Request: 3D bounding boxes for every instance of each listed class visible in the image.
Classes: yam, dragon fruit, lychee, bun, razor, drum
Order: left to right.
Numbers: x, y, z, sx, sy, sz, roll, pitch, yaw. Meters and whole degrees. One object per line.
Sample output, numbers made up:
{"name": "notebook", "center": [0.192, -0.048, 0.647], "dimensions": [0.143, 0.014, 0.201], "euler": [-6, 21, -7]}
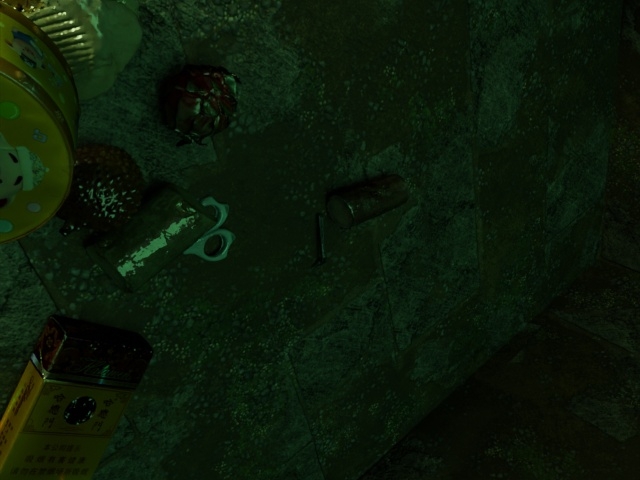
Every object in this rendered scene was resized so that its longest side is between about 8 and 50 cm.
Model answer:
{"name": "drum", "center": [-0.634, -0.200, 1.070], "dimensions": [0.430, 0.214, 0.431], "euler": [-10, 137, -9]}
{"name": "bun", "center": [-0.477, -0.417, 1.214], "dimensions": [0.205, 0.281, 0.282], "euler": [-70, 149, -43]}
{"name": "lychee", "center": [-0.500, -0.105, 1.382], "dimensions": [0.200, 0.200, 0.238], "euler": [50, 54, -45]}
{"name": "yam", "center": [-0.408, -0.016, 1.538], "dimensions": [0.304, 0.168, 0.168], "euler": [-43, 134, -17]}
{"name": "dragon fruit", "center": [-0.286, -0.324, 1.482], "dimensions": [0.182, 0.182, 0.189], "euler": [49, 57, -45]}
{"name": "razor", "center": [0.004, 0.002, 2.010], "dimensions": [0.066, 0.033, 0.190], "euler": [-21, 124, -34]}
{"name": "yam", "center": [0.155, -0.126, 2.021], "dimensions": [0.279, 0.131, 0.131], "euler": [-23, 125, -36]}

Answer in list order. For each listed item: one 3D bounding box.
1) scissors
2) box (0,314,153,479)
{"name": "scissors", "center": [-0.389, 0.015, 1.664], "dimensions": [0.360, 0.029, 0.191], "euler": [-26, 123, -28]}
{"name": "box", "center": [-0.632, 0.409, 1.585], "dimensions": [0.264, 0.115, 0.416], "euler": [25, 94, -45]}
